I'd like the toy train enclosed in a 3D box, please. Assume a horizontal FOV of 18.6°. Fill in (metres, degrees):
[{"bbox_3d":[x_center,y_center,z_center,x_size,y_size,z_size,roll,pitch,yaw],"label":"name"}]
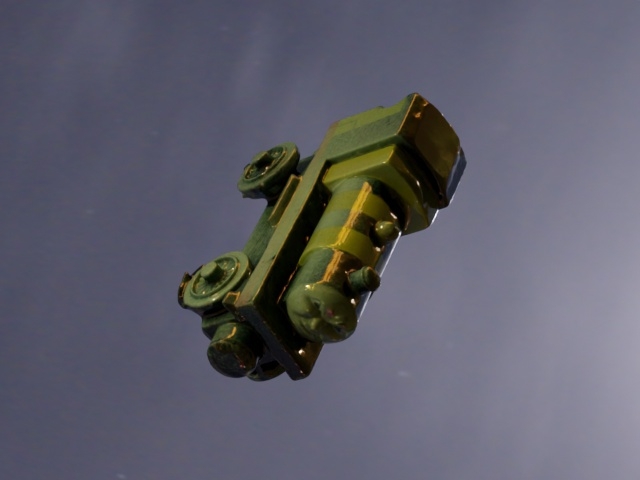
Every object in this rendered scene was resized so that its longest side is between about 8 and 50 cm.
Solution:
[{"bbox_3d":[0.000,0.001,1.169,0.083,0.132,0.200,52,-142,-25],"label":"toy train"}]
